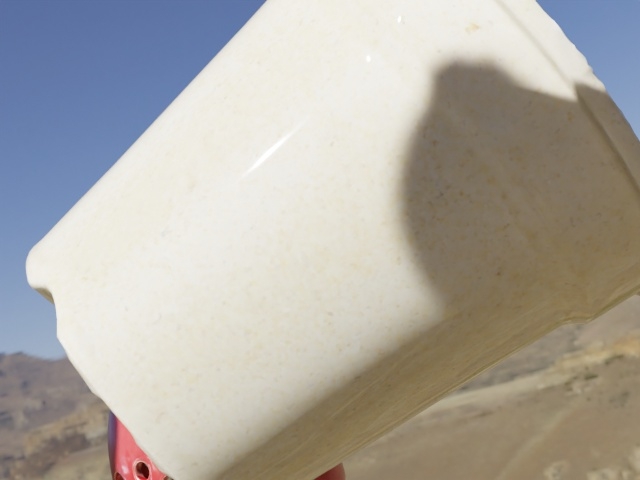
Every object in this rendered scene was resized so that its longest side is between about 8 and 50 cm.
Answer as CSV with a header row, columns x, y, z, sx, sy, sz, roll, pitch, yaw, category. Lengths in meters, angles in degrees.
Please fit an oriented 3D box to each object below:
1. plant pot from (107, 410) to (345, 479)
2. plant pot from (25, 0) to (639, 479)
x,y,z,sx,sy,sz,roll,pitch,yaw,category
-0.095,0.159,0.903,0.191,0.174,0.191,-22,-2,-1,plant pot
0.000,0.000,0.674,0.305,0.333,0.334,-40,-5,-2,plant pot
